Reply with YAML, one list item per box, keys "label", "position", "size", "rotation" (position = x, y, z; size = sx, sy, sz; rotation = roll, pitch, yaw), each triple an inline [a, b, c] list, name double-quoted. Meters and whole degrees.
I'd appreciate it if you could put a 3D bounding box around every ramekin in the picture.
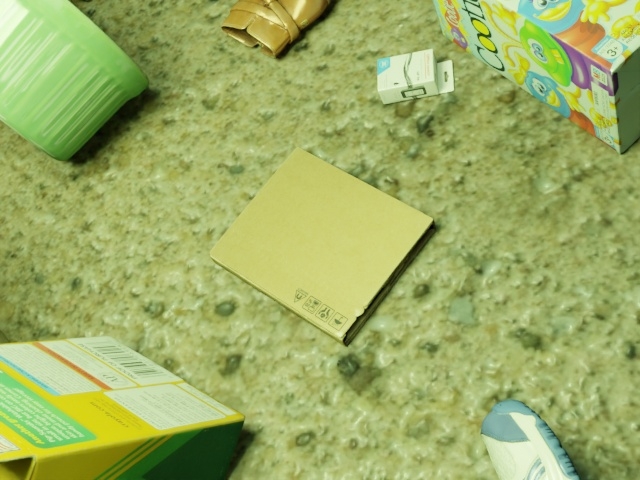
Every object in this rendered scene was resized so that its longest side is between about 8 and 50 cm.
- label: "ramekin"
  position: [-0.368, -0.231, 1.240]
  size: [0.303, 0.303, 0.148]
  rotation: [37, 86, 33]

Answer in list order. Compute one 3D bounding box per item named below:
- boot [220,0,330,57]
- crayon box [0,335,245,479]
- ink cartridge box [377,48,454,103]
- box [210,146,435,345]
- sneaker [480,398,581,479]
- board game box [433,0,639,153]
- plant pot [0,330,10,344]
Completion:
- label: "boot"
  position: [-0.078, -0.322, 1.319]
  size: [0.197, 0.073, 0.152]
  rotation: [31, 79, 35]
- label: "crayon box"
  position: [-0.248, 0.168, 0.938]
  size: [0.203, 0.323, 0.083]
  rotation: [25, 101, 31]
- label: "ink cartridge box"
  position: [0.109, -0.189, 1.192]
  size: [0.083, 0.028, 0.048]
  rotation: [-9, 58, 15]
- label: "box"
  position: [0.000, 0.000, 1.124]
  size: [0.201, 0.021, 0.164]
  rotation: [30, 74, 32]
- label: "sneaker"
  position: [0.175, 0.270, 0.841]
  size: [0.131, 0.112, 0.296]
  rotation: [-25, 54, 6]
- label: "board game box"
  position: [0.256, -0.245, 1.100]
  size: [0.144, 0.142, 0.275]
  rotation: [-43, 55, -8]
- label: "plant pot"
  position: [-0.485, 0.115, 1.063]
  size: [0.333, 0.305, 0.334]
  rotation: [-9, 58, 15]
